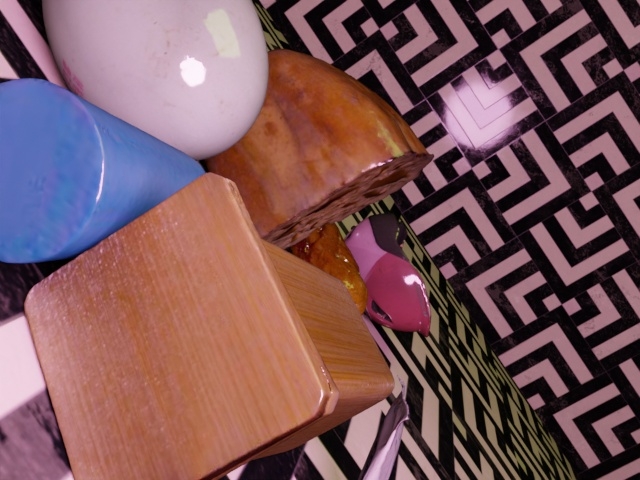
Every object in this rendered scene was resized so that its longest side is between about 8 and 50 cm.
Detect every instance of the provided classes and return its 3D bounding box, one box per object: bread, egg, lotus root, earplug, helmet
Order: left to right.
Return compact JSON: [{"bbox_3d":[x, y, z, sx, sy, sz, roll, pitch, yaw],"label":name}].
[{"bbox_3d":[-0.183,-0.046,0.615,0.132,0.133,0.273,59,10,8],"label":"earplug"},{"bbox_3d":[-0.197,-0.247,0.793,0.370,0.230,0.230,56,12,28],"label":"egg"},{"bbox_3d":[-0.021,-0.124,1.022,0.250,0.316,0.316,55,13,14],"label":"lotus root"},{"bbox_3d":[-0.002,0.001,1.209,0.124,0.084,0.343,43,18,-44],"label":"bread"},{"bbox_3d":[0.119,0.072,1.336,0.198,0.155,0.253,75,7,-68],"label":"helmet"}]

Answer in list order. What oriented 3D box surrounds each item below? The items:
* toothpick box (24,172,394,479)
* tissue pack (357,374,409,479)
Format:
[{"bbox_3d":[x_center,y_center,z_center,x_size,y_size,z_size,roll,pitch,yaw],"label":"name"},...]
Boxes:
[{"bbox_3d":[-0.059,0.101,0.594,0.190,0.188,0.308,61,11,21],"label":"toothpick box"},{"bbox_3d":[0.053,0.239,0.688,0.026,0.192,0.122,21,9,9],"label":"tissue pack"}]
